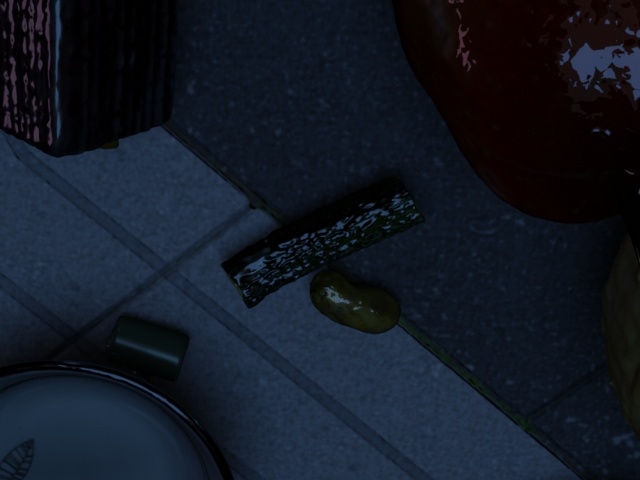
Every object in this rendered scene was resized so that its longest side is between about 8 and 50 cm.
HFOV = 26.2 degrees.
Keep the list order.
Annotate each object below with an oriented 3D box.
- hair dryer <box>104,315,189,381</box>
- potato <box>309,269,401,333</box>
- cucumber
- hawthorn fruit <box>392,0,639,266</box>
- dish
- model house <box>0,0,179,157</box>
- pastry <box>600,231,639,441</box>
[{"bbox_3d":[-0.176,0.143,1.304,0.071,0.047,0.150,18,118,-3],"label":"hair dryer"},{"bbox_3d":[0.029,0.058,1.272,0.092,0.046,0.045,21,64,-15],"label":"potato"},{"bbox_3d":[0.000,0.000,1.246,0.187,0.058,0.058,-26,107,6],"label":"cucumber"},{"bbox_3d":[0.205,-0.140,1.052,0.285,0.284,0.368,-7,67,1],"label":"hawthorn fruit"},{"bbox_3d":[-0.218,0.219,1.275,0.317,0.106,0.316,4,118,7],"label":"dish"},{"bbox_3d":[-0.226,-0.196,1.077,0.230,0.249,0.280,3,108,-1],"label":"model house"},{"bbox_3d":[0.429,0.089,1.128,0.389,0.312,0.388,-7,125,-11],"label":"pastry"}]
